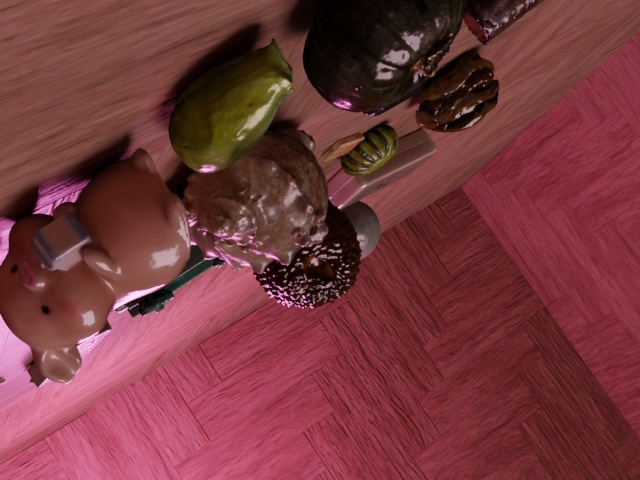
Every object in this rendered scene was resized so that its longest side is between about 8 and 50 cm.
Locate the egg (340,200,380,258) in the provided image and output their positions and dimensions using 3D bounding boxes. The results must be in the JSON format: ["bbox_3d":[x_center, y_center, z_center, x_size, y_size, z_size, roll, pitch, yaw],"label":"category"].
[{"bbox_3d":[0.079,-0.027,2.675,0.169,0.169,0.236,-34,171,-2],"label":"egg"}]

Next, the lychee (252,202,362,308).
[{"bbox_3d":[-0.041,0.022,2.189,0.267,0.267,0.267,-34,173,-5],"label":"lychee"}]

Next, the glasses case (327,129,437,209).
[{"bbox_3d":[0.149,-0.176,2.394,0.312,0.070,0.131,-28,171,-43],"label":"glasses case"}]

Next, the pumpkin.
[{"bbox_3d":[0.081,-0.252,1.186,0.223,0.157,0.224,-44,172,-8],"label":"pumpkin"}]

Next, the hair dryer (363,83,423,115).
[{"bbox_3d":[0.139,-0.294,1.569,0.114,0.071,0.248,-31,169,-27],"label":"hair dryer"}]

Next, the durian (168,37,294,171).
[{"bbox_3d":[-0.113,-0.149,1.197,0.139,0.101,0.250,-29,171,-41],"label":"durian"}]

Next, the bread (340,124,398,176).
[{"bbox_3d":[0.109,-0.190,2.119,0.139,0.071,0.130,-34,169,-7],"label":"bread"}]

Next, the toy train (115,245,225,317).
[{"bbox_3d":[-0.245,0.030,1.773,0.298,0.120,0.194,-32,-179,2],"label":"toy train"}]

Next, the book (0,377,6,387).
[{"bbox_3d":[-0.744,0.351,2.046,0.181,0.014,0.127,-40,172,37],"label":"book"}]

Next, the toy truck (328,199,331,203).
[{"bbox_3d":[0.000,0.000,2.463,0.161,0.177,0.213,-35,173,-1],"label":"toy truck"}]

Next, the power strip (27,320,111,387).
[{"bbox_3d":[-0.545,0.242,2.078,0.093,0.053,0.288,-27,169,-48],"label":"power strip"}]

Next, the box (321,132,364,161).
[{"bbox_3d":[0.046,-0.193,2.020,0.058,0.015,0.093,-42,170,36],"label":"box"}]

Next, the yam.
[{"bbox_3d":[0.307,-0.393,1.613,0.141,0.079,0.079,-36,173,1],"label":"yam"}]

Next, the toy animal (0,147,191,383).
[{"bbox_3d":[-0.291,0.028,1.236,0.256,0.195,0.213,-30,165,-13],"label":"toy animal"}]

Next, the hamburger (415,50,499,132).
[{"bbox_3d":[0.289,-0.290,2.042,0.183,0.130,0.206,-32,176,0],"label":"hamburger"}]

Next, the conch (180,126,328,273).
[{"bbox_3d":[-0.102,-0.054,1.558,0.297,0.210,0.352,-21,178,29],"label":"conch"}]
